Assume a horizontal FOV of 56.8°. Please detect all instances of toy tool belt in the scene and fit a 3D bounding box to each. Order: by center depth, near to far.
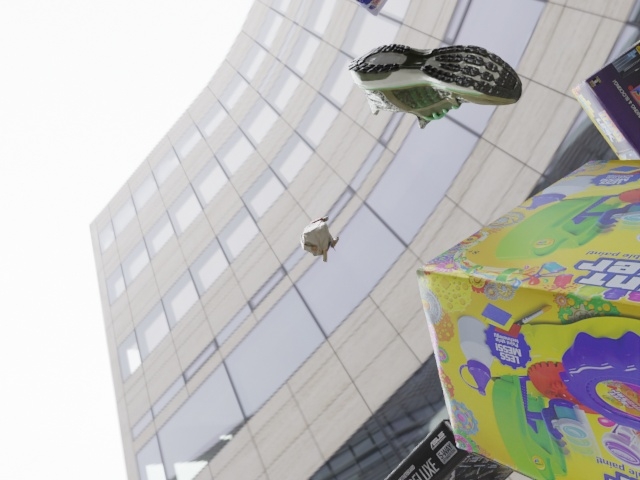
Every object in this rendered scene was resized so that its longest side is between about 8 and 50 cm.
[{"bbox_3d":[0.000,0.000,0.849,0.052,0.083,0.051,-23,-79,10],"label":"toy tool belt"}]

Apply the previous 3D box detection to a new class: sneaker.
[{"bbox_3d":[0.269,-0.347,1.390,0.158,0.411,0.182,-53,-36,-29],"label":"sneaker"}]

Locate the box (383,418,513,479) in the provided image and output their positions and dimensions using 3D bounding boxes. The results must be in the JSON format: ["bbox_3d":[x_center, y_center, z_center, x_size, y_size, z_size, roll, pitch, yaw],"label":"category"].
[{"bbox_3d":[0.251,0.459,1.142,0.308,0.076,0.242,22,-68,-47],"label":"box"}]

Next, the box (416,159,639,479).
[{"bbox_3d":[0.284,0.060,0.444,0.279,0.290,0.176,-28,-69,-33],"label":"box"}]

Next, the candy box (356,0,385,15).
[{"bbox_3d":[0.160,-0.679,1.318,0.122,0.268,0.317,38,-71,1],"label":"candy box"}]

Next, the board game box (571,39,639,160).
[{"bbox_3d":[0.432,-0.170,0.755,0.141,0.048,0.170,-36,-91,-3],"label":"board game box"}]
